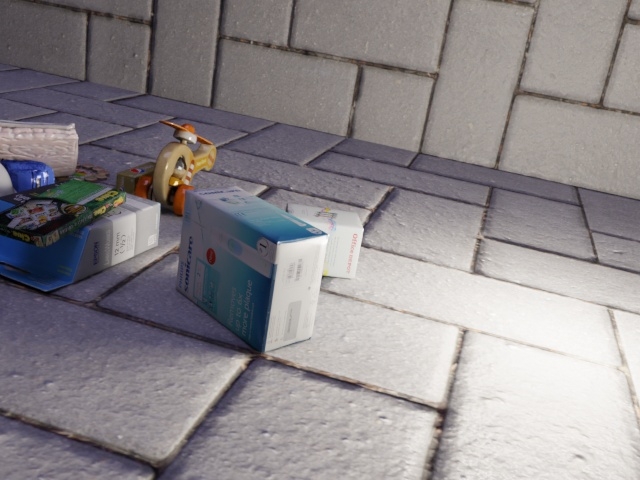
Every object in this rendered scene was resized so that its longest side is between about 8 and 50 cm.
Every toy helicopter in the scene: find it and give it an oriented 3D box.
[{"bbox_3d":[-0.365,-0.221,1.922,0.140,0.235,0.355,13,20,10],"label":"toy helicopter"}]

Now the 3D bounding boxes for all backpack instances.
[{"bbox_3d":[-0.725,-0.147,1.760,0.120,0.098,0.101,-4,21,-43],"label":"backpack"}]

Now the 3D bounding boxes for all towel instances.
[{"bbox_3d":[-0.783,-0.225,1.770,0.331,0.054,0.317,-1,-14,-22],"label":"towel"}]

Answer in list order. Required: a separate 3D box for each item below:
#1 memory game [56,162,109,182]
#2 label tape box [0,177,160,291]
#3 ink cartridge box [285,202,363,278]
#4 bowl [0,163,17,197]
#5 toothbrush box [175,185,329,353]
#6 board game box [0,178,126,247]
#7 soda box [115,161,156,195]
[{"bbox_3d":[-0.702,-0.197,2.031,0.186,0.012,0.186,8,20,-3],"label":"memory game"},{"bbox_3d":[-0.542,-0.025,1.488,0.249,0.115,0.347,17,19,19],"label":"label tape box"},{"bbox_3d":[0.000,0.000,1.643,0.176,0.128,0.127,8,20,-7],"label":"ink cartridge box"},{"bbox_3d":[-0.815,-0.134,1.543,0.297,0.134,0.298,10,32,-7],"label":"bowl"},{"bbox_3d":[-0.139,0.043,1.336,0.126,0.217,0.295,-8,27,-41],"label":"toothbrush box"},{"bbox_3d":[-0.518,-0.060,1.405,0.136,0.030,0.260,13,26,17],"label":"board game box"},{"bbox_3d":[-0.499,-0.172,1.981,0.058,0.061,0.181,13,20,13],"label":"soda box"}]
